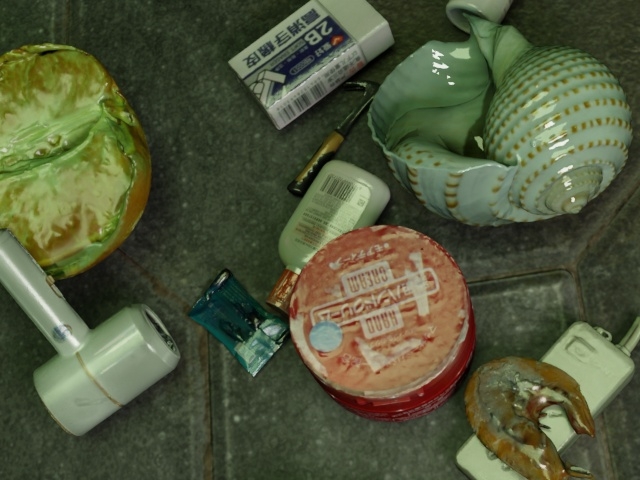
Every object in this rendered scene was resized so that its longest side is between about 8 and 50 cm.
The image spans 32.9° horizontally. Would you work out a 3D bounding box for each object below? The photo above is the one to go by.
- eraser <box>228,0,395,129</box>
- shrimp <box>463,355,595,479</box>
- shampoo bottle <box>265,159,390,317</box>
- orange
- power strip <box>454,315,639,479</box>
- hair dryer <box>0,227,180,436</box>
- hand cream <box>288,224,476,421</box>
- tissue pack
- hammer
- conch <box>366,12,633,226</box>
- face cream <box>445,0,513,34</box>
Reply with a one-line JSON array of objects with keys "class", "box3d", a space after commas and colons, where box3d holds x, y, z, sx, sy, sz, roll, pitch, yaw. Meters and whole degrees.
[{"class": "eraser", "box3d": [-0.014, -0.267, 1.549, 0.210, 0.068, 0.124, -37, 55, -2]}, {"class": "shrimp", "box3d": [0.249, 0.206, 1.247, 0.132, 0.051, 0.187, -39, 62, -2]}, {"class": "shampoo bottle", "box3d": [0.000, 0.000, 1.452, 0.108, 0.051, 0.221, 27, 78, 21]}, {"class": "orange", "box3d": [-0.360, -0.103, 1.509, 0.262, 0.196, 0.334, -37, 59, 14]}, {"class": "power strip", "box3d": [0.286, 0.191, 1.302, 0.093, 0.053, 0.288, 40, 84, 25]}, {"class": "hair dryer", "box3d": [-0.349, 0.069, 1.391, 0.173, 0.107, 0.357, -36, 106, -2]}, {"class": "hand cream", "box3d": [0.081, 0.106, 1.338, 0.230, 0.149, 0.230, -5, 65, 12]}, {"class": "tissue pack", "box3d": [-0.109, 0.107, 1.453, 0.138, 0.028, 0.085, 38, 82, 27]}, {"class": "hammer", "box3d": [0.019, -0.145, 1.521, 0.078, 0.021, 0.201, 34, 80, 24]}, {"class": "conch", "box3d": [0.223, -0.132, 1.365, 0.303, 0.215, 0.319, -22, 33, -1]}, {"class": "face cream", "box3d": [0.269, -0.417, 1.534, 0.082, 0.082, 0.269, 23, 76, 21]}]
